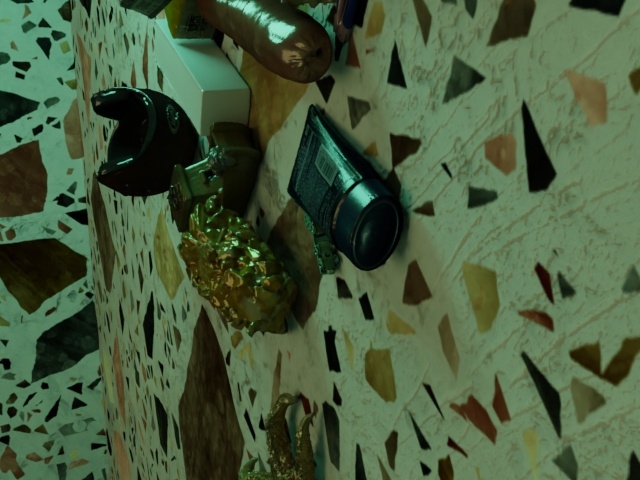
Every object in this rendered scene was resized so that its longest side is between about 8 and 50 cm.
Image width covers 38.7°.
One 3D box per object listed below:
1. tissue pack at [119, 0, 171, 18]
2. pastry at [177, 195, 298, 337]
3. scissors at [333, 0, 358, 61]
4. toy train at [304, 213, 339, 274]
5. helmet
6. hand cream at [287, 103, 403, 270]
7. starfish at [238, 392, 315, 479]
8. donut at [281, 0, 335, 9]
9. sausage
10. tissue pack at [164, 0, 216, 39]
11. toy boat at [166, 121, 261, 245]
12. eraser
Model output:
[{"bbox_3d":[-0.201,-0.465,1.282,0.257,0.081,0.185,-35,60,33],"label":"tissue pack"},{"bbox_3d":[-0.116,0.054,1.304,0.250,0.102,0.154,48,142,41],"label":"pastry"},{"bbox_3d":[0.027,-0.248,1.000,0.039,0.012,0.113,-118,30,-44],"label":"scissors"},{"bbox_3d":[0.000,0.000,1.122,0.045,0.029,0.092,127,132,-70],"label":"toy train"},{"bbox_3d":[-0.325,-0.176,1.660,0.216,0.193,0.189,-39,56,53],"label":"helmet"},{"bbox_3d":[0.013,-0.062,1.030,0.270,0.061,0.120,-129,49,-58],"label":"hand cream"},{"bbox_3d":[-0.043,0.380,1.297,0.299,0.060,0.302,133,133,-55],"label":"starfish"},{"bbox_3d":[-0.012,-0.339,0.991,0.166,0.065,0.117,120,140,-63],"label":"donut"},{"bbox_3d":[-0.082,-0.281,1.168,0.433,0.087,0.088,-131,40,-56],"label":"sausage"},{"bbox_3d":[-0.197,-0.409,1.422,0.169,0.082,0.120,124,136,-59],"label":"tissue pack"},{"bbox_3d":[-0.179,-0.066,1.430,0.089,0.121,0.321,67,153,23],"label":"toy boat"},{"bbox_3d":[-0.196,-0.269,1.465,0.298,0.078,0.076,-124,35,-50],"label":"eraser"}]
